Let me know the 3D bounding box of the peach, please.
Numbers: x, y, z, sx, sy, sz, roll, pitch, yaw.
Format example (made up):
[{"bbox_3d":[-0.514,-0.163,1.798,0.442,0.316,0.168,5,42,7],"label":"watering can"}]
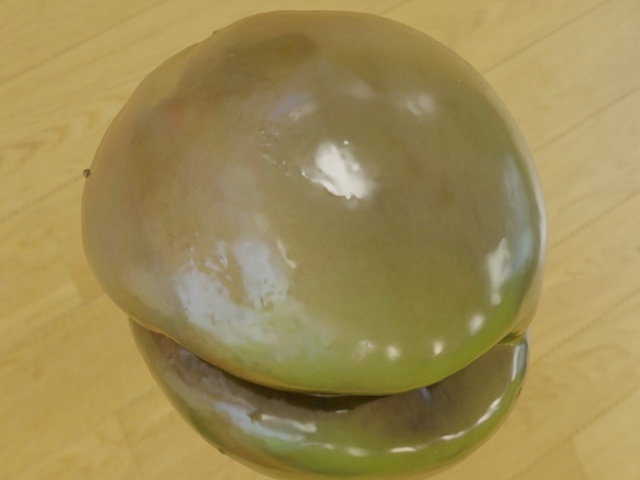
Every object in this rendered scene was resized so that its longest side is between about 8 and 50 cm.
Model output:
[{"bbox_3d":[0.000,0.001,0.793,0.247,0.292,0.292,-31,110,-10],"label":"peach"}]
